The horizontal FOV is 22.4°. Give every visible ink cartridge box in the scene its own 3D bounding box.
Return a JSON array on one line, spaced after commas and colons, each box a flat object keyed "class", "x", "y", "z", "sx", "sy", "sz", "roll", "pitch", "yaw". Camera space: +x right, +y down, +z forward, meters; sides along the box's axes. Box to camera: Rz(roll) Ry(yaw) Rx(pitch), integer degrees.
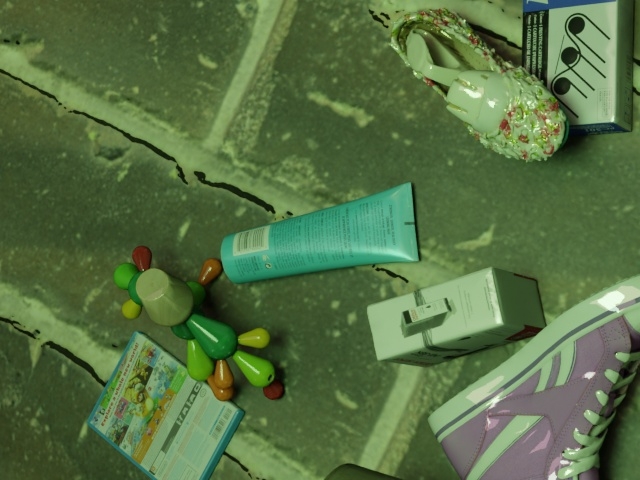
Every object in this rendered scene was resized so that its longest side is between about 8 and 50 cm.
[{"class": "ink cartridge box", "x": 0.127, "y": 0.074, "z": 1.507, "sx": 0.135, "sy": 0.099, "sz": 0.056, "roll": -19, "pitch": 73, "yaw": 29}, {"class": "ink cartridge box", "x": 0.241, "y": -0.202, "z": 1.517, "sx": 0.097, "sy": 0.046, "sz": 0.207, "roll": -2, "pitch": 80, "yaw": 32}]

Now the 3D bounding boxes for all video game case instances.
[{"class": "video game case", "x": -0.167, "y": 0.188, "z": 1.720, "sx": 0.166, "sy": 0.015, "sz": 0.119, "roll": 34, "pitch": 100, "yaw": 32}]

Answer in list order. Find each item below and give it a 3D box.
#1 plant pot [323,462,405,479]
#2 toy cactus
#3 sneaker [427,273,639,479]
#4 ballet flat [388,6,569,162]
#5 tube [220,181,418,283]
[{"class": "plant pot", "x": 0.113, "y": 0.377, "z": 1.363, "sx": 0.280, "sy": 0.323, "sz": 0.323, "roll": 12, "pitch": 88, "yaw": 18}, {"class": "toy cactus", "x": -0.131, "y": 0.070, "z": 1.632, "sx": 0.112, "sy": 0.180, "sz": 0.219, "roll": -42, "pitch": 65, "yaw": -4}, {"class": "sneaker", "x": 0.240, "y": 0.152, "z": 1.431, "sx": 0.282, "sy": 0.102, "sz": 0.161, "roll": -43, "pitch": 65, "yaw": 31}, {"class": "ballet flat", "x": 0.137, "y": -0.146, "z": 1.519, "sx": 0.241, "sy": 0.077, "sz": 0.091, "roll": 47, "pitch": 124, "yaw": 48}, {"class": "tube", "x": 0.000, "y": 0.000, "z": 1.634, "sx": 0.207, "sy": 0.052, "sz": 0.080, "roll": -12, "pitch": 80, "yaw": 25}]
